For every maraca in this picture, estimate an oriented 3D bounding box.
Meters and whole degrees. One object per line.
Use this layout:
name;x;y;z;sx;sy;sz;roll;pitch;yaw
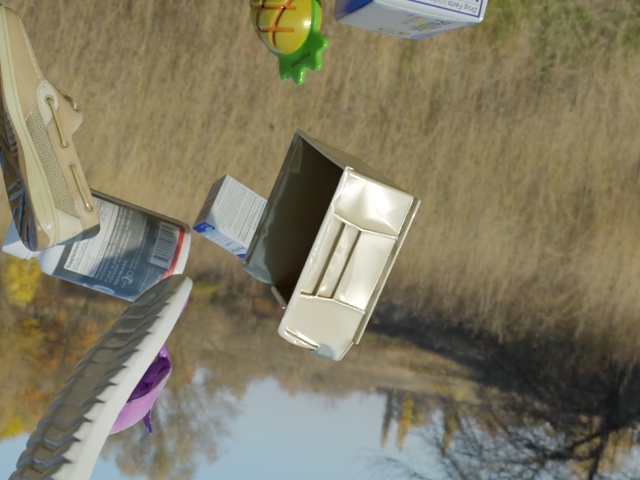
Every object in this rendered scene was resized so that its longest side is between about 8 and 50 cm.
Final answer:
maraca;-0.045;-0.323;1.247;0.099;0.186;0.127;-8;164;-42

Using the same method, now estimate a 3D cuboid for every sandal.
sandal;-0.260;0.216;1.027;0.169;0.416;0.102;-20;122;43

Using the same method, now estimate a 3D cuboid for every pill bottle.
pill bottle;-0.378;0.001;1.434;0.283;0.161;0.161;21;170;-19

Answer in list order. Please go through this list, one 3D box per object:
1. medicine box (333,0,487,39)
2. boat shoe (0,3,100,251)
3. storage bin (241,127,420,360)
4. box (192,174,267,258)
medicine box;0.136;-0.434;1.130;0.149;0.290;0.263;11;-174;-11
boat shoe;-0.393;-0.159;1.173;0.110;0.341;0.121;-14;-175;-34
storage bin;0.000;0.000;1.236;0.123;0.261;0.262;19;-168;-22
box;-0.184;-0.049;1.811;0.137;0.126;0.072;33;151;-22
